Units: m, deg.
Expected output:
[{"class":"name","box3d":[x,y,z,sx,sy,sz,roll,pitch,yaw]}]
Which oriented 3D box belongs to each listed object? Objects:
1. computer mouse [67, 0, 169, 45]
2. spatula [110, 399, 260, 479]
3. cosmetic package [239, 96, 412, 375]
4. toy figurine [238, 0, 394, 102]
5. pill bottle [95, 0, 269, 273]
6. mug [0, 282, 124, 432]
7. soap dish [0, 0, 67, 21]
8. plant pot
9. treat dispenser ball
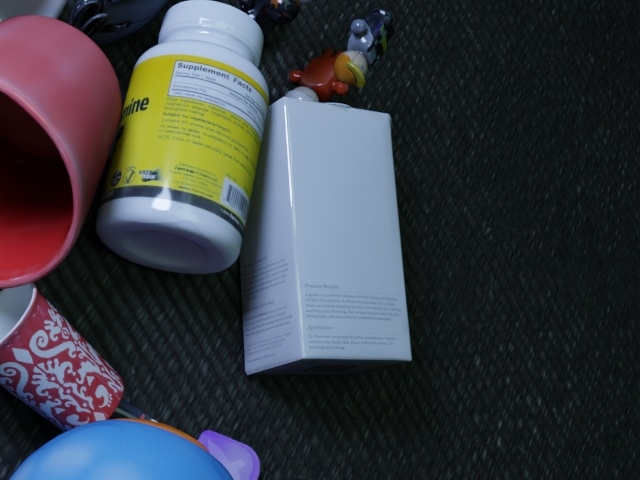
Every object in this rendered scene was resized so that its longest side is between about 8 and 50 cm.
[{"class":"computer mouse","box3d":[-0.263,-0.304,1.418,0.072,0.188,0.272,40,46,-10]},{"class":"spatula","box3d":[-0.206,0.246,1.366,0.296,0.030,0.084,34,58,-22]},{"class":"cosmetic package","box3d":[0.000,0.000,1.508,0.197,0.155,0.365,7,72,-34]},{"class":"toy figurine","box3d":[-0.023,-0.290,1.546,0.213,0.209,0.148,44,58,-16]},{"class":"pill bottle","box3d":[-0.171,-0.139,1.409,0.188,0.188,0.334,22,64,-28]},{"class":"mug","box3d":[-0.316,0.132,1.246,0.169,0.113,0.150,50,17,-30]},{"class":"soap dish","box3d":[-0.447,-0.318,1.256,0.291,0.229,0.118,1,59,-35]},{"class":"plant pot","box3d":[-0.356,-0.123,1.218,0.275,0.275,0.243,44,31,-16]},{"class":"treat dispenser ball","box3d":[-0.218,0.338,1.166,0.288,0.288,0.288,11,70,-32]}]
